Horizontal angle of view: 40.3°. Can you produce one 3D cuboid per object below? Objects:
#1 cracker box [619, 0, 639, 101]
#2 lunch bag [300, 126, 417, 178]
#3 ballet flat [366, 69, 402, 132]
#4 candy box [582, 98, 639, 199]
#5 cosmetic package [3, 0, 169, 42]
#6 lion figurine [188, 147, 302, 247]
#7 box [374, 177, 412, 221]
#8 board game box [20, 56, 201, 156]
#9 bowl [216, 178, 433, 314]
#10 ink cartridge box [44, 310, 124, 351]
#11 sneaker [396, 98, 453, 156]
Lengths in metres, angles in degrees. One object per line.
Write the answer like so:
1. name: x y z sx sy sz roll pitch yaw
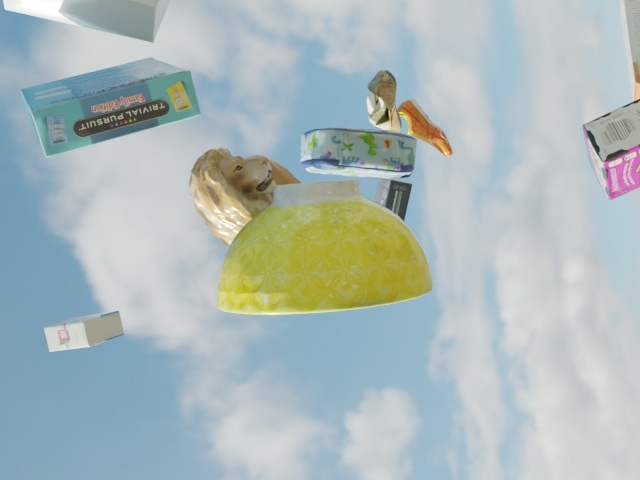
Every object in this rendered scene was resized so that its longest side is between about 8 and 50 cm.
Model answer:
1. cracker box: 0.599 -0.347 1.479 0.067 0.155 0.232 62 -152 -60
2. lunch bag: 0.074 -0.174 1.763 0.219 0.176 0.090 3 -89 -18
3. ballet flat: 0.131 -0.287 1.883 0.067 0.073 0.206 -38 -30 -10
4. candy box: 0.502 -0.157 1.241 0.159 0.233 0.071 39 -152 -63
5. cosmetic package: -0.417 -0.566 1.702 0.097 0.284 0.377 104 177 -52
6. lion figurine: -0.099 -0.064 1.398 0.240 0.142 0.392 45 -174 -11
7. box: 0.172 -0.068 2.214 0.233 0.059 0.183 -111 32 -82
8. board game box: -0.372 -0.239 1.508 0.336 0.254 0.079 -144 38 -64
9. bowl: 0.000 0.000 1.158 0.289 0.289 0.156 -12 -81 -62
10. ink cartridge box: -0.447 0.171 1.650 0.088 0.122 0.052 -16 -85 -53
11. sneaker: 0.251 -0.262 2.114 0.175 0.067 0.064 47 179 10
